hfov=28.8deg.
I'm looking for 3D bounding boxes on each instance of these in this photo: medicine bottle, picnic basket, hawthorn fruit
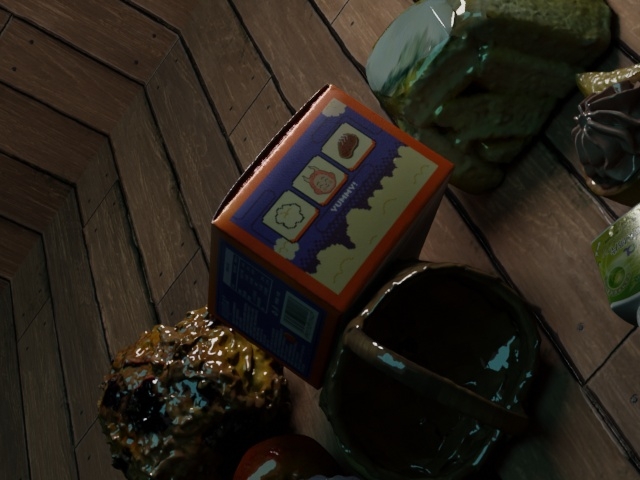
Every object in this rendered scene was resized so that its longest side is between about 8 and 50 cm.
[{"bbox_3d":[0.447,0.048,1.652,0.132,0.088,0.188,-42,35,31],"label":"medicine bottle"},{"bbox_3d":[0.164,0.196,1.746,0.337,0.293,0.337,-61,6,11],"label":"picnic basket"},{"bbox_3d":[-0.046,0.405,2.065,0.197,0.196,0.225,-58,0,9],"label":"hawthorn fruit"}]

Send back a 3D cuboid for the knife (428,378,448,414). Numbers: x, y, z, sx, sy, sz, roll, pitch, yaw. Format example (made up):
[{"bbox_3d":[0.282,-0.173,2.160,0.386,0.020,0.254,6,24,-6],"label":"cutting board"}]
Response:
[{"bbox_3d":[0.217,0.176,1.930,0.031,0.064,0.222,24,89,42],"label":"knife"}]

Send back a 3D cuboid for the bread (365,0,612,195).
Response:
[{"bbox_3d":[0.258,-0.306,2.063,0.395,0.264,0.239,-51,28,22],"label":"bread"}]

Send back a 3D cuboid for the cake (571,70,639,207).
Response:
[{"bbox_3d":[0.439,-0.156,1.744,0.207,0.178,0.185,-40,36,29],"label":"cake"}]

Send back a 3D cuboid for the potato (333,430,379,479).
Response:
[{"bbox_3d":[0.095,0.238,2.032,0.239,0.116,0.299,9,73,64],"label":"potato"}]

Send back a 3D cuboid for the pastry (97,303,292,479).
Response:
[{"bbox_3d":[-0.241,0.312,2.313,0.405,0.292,0.337,-27,55,32],"label":"pastry"}]

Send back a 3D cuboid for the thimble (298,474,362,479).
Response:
[{"bbox_3d":[0.047,0.451,1.805,0.205,0.236,0.172,-17,54,44],"label":"thimble"}]

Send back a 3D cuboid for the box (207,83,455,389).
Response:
[{"bbox_3d":[0.000,0.000,1.992,0.319,0.257,0.349,-53,-11,-23],"label":"box"}]

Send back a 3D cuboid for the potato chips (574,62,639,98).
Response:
[{"bbox_3d":[0.520,-0.254,1.811,0.407,0.057,0.080,-14,54,53],"label":"potato chips"}]
